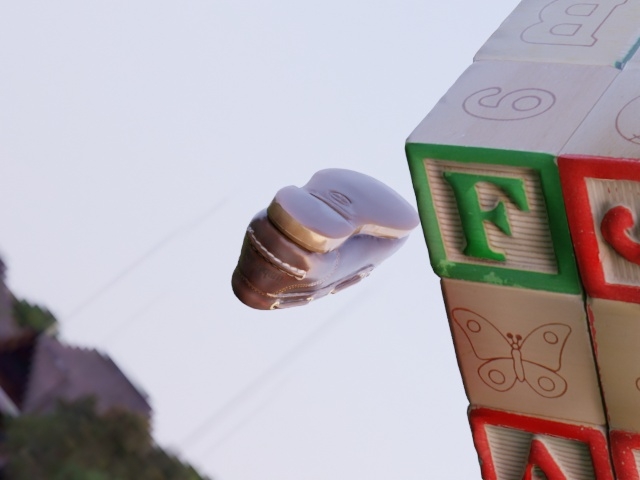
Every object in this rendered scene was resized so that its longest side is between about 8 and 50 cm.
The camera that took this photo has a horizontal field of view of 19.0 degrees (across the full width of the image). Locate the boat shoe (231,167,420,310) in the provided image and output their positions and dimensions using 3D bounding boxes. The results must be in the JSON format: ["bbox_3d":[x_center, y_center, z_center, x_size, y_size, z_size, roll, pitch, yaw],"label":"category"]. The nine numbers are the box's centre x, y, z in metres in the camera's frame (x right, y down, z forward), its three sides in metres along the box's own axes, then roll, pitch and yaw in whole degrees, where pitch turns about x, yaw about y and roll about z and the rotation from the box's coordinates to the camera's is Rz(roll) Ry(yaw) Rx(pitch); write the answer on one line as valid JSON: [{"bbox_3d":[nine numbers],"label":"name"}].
[{"bbox_3d":[0.000,0.000,1.256,0.073,0.073,0.207,38,19,17],"label":"boat shoe"}]

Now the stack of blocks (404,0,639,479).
[{"bbox_3d":[0.146,-0.034,0.591,0.087,0.297,0.171,7,-51,32],"label":"stack of blocks"}]
